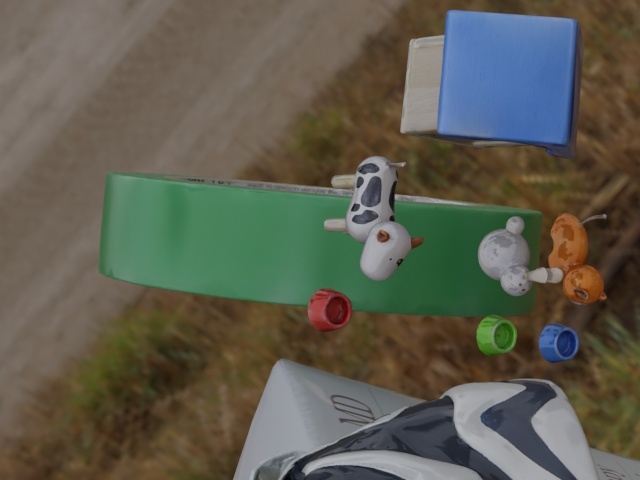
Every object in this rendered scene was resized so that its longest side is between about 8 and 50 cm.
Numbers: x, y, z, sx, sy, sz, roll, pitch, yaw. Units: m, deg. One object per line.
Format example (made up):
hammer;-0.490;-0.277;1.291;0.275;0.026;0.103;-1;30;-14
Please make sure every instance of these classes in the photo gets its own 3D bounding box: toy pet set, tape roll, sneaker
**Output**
toy pet set;0.068;-0.016;0.636;0.065;0.122;0.114;2;85;54
tape roll;0.000;0.000;1.347;0.321;0.321;0.077;9;95;54
sneaker;0.038;0.162;0.634;0.094;0.153;0.235;107;153;-61

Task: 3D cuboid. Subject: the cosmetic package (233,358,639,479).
cosmetic package;0.123;0.313;1.115;0.329;0.394;0.327;-117;45;-75
